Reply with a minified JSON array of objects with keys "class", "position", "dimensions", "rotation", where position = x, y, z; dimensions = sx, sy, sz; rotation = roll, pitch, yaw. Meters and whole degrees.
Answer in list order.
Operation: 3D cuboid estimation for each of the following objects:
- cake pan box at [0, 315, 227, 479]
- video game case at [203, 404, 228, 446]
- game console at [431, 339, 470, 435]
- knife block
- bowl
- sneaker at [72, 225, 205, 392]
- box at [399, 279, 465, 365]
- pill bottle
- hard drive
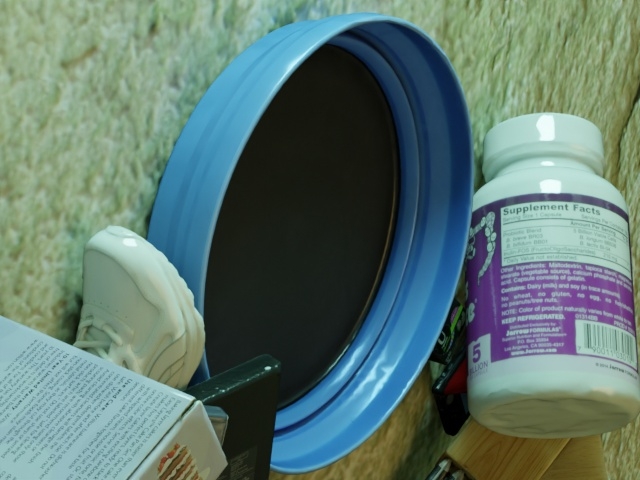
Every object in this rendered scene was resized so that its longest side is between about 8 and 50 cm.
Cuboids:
[{"class":"cake pan box","position":[-0.223,0.157,0.733],"dimensions":[0.267,0.246,0.070],"rotation":[-51,139,-32]},{"class":"video game case","position":[-0.184,0.237,0.924],"dimensions":[0.196,0.026,0.274],"rotation":[9,99,-25]},{"class":"game console","position":[0.194,0.138,1.474],"dimensions":[0.144,0.085,0.124],"rotation":[-50,139,-31]},{"class":"knife block","position":[0.176,0.222,1.451],"dimensions":[0.088,0.242,0.275],"rotation":[104,-18,-70]},{"class":"bowl","position":[0.000,0.000,1.146],"dimensions":[0.391,0.077,0.391],"rotation":[-27,124,-48]},{"class":"sneaker","position":[-0.148,0.105,0.966],"dimensions":[0.115,0.090,0.232],"rotation":[-28,125,-43]},{"class":"box","position":[0.102,0.077,1.346],"dimensions":[0.083,0.052,0.062],"rotation":[46,64,-52]},{"class":"pill bottle","position":[0.227,0.033,1.348],"dimensions":[0.169,0.169,0.301],"rotation":[39,47,-54]},{"class":"hard drive","position":[-0.073,0.159,1.012],"dimensions":[0.094,0.022,0.135],"rotation":[-21,129,-43]}]
